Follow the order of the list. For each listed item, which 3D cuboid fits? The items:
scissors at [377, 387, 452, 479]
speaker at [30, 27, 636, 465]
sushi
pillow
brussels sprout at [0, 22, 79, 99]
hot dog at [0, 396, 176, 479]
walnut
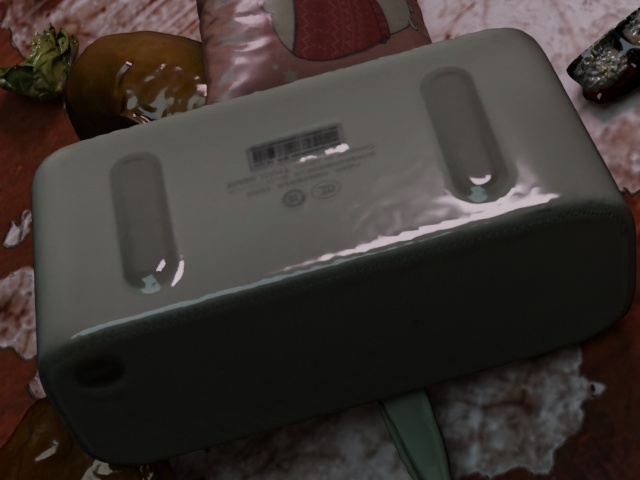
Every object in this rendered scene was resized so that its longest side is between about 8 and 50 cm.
[{"bbox_3d":[0.047,0.086,1.167,0.138,0.041,0.289,-27,56,7],"label":"scissors"},{"bbox_3d":[0.000,0.000,1.101,0.406,0.183,0.184,-16,52,0],"label":"speaker"},{"bbox_3d":[0.232,-0.137,1.186,0.083,0.044,0.046,-40,80,7],"label":"sushi"},{"bbox_3d":[-0.006,-0.178,1.223,0.084,0.223,0.236,-47,50,50],"label":"pillow"},{"bbox_3d":[-0.250,-0.159,1.401,0.085,0.058,0.085,-39,27,24],"label":"brussels sprout"},{"bbox_3d":[-0.216,0.256,1.170,0.196,0.122,0.272,19,75,33],"label":"hot dog"},{"bbox_3d":[-0.110,-0.094,1.262,0.245,0.137,0.137,28,82,29],"label":"walnut"}]
